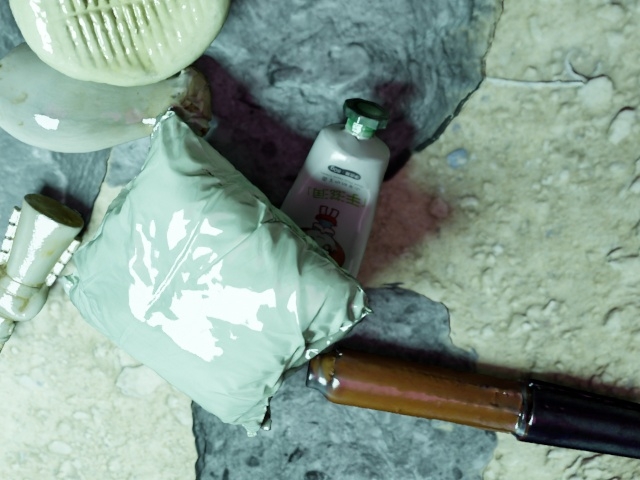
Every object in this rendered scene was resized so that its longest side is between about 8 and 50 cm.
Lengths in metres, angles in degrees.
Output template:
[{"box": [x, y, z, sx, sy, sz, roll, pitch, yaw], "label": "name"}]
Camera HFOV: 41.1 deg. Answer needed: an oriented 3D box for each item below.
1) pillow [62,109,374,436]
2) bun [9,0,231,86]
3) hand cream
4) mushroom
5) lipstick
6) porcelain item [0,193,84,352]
[{"box": [-0.117, 0.048, 0.929, 0.310, 0.138, 0.283, 39, 123, 5], "label": "pillow"}, {"box": [-0.195, -0.272, 0.835, 0.229, 0.145, 0.229, -13, 131, -15], "label": "bun"}, {"box": [0.000, 0.000, 0.975, 0.121, 0.076, 0.336, 20, 118, -1], "label": "hand cream"}, {"box": [-0.231, -0.145, 0.913, 0.225, 0.093, 0.116, 10, 96, 4], "label": "mushroom"}, {"box": [0.190, 0.192, 1.021, 0.418, 0.077, 0.077, 11, 112, -1], "label": "lipstick"}, {"box": [-0.355, 0.050, 1.018, 0.084, 0.054, 0.213, 30, 110, -5], "label": "porcelain item"}]
